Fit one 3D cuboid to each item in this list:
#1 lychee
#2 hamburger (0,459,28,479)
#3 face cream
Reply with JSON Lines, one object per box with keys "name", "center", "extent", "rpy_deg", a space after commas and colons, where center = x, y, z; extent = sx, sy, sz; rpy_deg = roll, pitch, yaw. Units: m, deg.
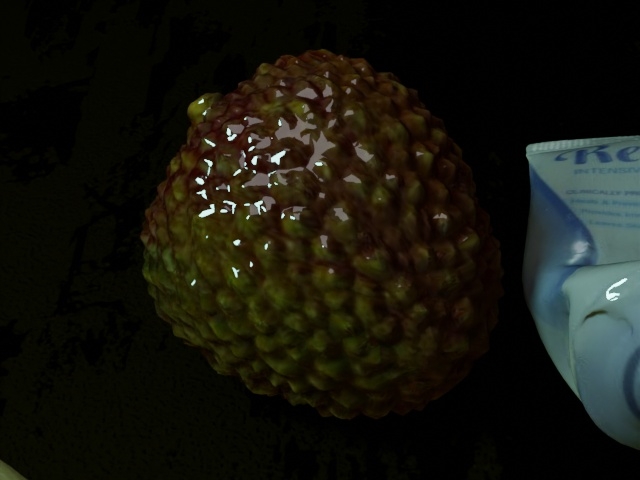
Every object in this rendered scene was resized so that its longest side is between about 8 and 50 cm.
{"name": "lychee", "center": [0.000, 0.000, 0.987], "extent": [0.236, 0.236, 0.271], "rpy_deg": [-28, 65, -24]}
{"name": "hamburger", "center": [-0.234, 0.229, 0.699], "extent": [0.300, 0.176, 0.300], "rpy_deg": [-40, 13, 11]}
{"name": "face cream", "center": [0.256, 0.009, 1.030], "extent": [0.234, 0.137, 0.420], "rpy_deg": [-3, 25, 12]}
